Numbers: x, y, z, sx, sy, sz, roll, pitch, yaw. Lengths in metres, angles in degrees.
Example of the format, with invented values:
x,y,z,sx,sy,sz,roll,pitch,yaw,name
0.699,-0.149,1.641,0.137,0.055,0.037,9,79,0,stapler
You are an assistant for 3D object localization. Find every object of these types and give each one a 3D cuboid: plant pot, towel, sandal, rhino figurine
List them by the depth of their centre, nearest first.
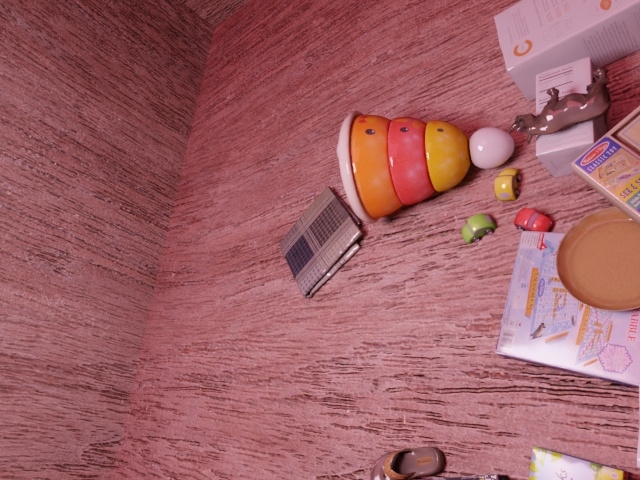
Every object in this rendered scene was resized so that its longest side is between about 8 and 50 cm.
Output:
x,y,z,sx,sy,sz,roll,pitch,yaw,name
0.632,0.041,1.076,0.236,0.032,0.236,-21,56,35,plant pot
0.557,-0.302,1.185,0.243,0.073,0.106,-19,55,38,rhino figurine
0.211,0.581,1.289,0.219,0.060,0.089,-28,52,32,sandal
0.000,0.000,1.815,0.324,0.056,0.312,-49,41,17,towel

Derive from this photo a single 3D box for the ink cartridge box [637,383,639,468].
x,y,z,sx,sy,sz,roll,pitch,yaw,name
0.680,0.326,0.774,0.272,0.310,0.129,-3,68,43,ink cartridge box

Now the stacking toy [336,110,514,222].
x,y,z,sx,sy,sz,roll,pitch,yaw,name
0.319,-0.250,1.493,0.481,0.350,0.350,-7,63,22,stacking toy

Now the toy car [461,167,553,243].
x,y,z,sx,sy,sz,roll,pitch,yaw,name
0.476,-0.069,1.367,0.225,0.053,0.238,-36,48,26,toy car

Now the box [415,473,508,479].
x,y,z,sx,sy,sz,roll,pitch,yaw,name
0.331,0.676,1.124,0.216,0.060,0.269,-24,55,34,box

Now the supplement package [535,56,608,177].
x,y,z,sx,sy,sz,roll,pitch,yaw,name
0.634,-0.307,1.269,0.134,0.139,0.243,-10,65,42,supplement package

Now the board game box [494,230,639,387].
x,y,z,sx,sy,sz,roll,pitch,yaw,name
0.589,0.141,1.138,0.318,0.066,0.318,6,73,46,board game box

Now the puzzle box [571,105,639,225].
x,y,z,sx,sy,sz,roll,pitch,yaw,name
0.770,-0.205,1.011,0.409,0.052,0.272,-42,56,9,puzzle box

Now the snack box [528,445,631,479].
x,y,z,sx,sy,sz,roll,pitch,yaw,name
0.509,0.544,1.008,0.175,0.070,0.206,1,70,44,snack box

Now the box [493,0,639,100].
x,y,z,sx,sy,sz,roll,pitch,yaw,name
0.675,-0.571,1.344,0.346,0.168,0.214,-22,56,35,box
